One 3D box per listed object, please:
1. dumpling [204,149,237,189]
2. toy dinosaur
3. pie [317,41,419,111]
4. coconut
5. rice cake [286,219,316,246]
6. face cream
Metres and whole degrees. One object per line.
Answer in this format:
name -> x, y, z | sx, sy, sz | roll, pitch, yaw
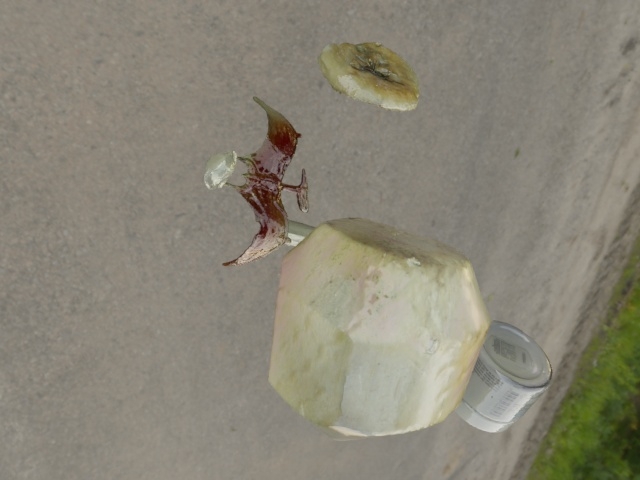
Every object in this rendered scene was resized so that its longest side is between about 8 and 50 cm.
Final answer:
dumpling -> -0.172, -0.120, 1.013 | 0.052, 0.076, 0.057 | -14, 131, 11
toy dinosaur -> -0.124, -0.127, 1.172 | 0.206, 0.113, 0.327 | -21, 103, -37
pie -> 0.106, -0.306, 1.102 | 0.218, 0.185, 0.052 | -19, 155, -43
coconut -> 0.077, 0.145, 0.870 | 0.352, 0.352, 0.353 | -26, 136, -29
rice cake -> 0.000, 0.000, 1.334 | 0.256, 0.057, 0.052 | 15, 148, -30
face cream -> 0.359, 0.276, 1.187 | 0.177, 0.177, 0.153 | -10, 137, -40
